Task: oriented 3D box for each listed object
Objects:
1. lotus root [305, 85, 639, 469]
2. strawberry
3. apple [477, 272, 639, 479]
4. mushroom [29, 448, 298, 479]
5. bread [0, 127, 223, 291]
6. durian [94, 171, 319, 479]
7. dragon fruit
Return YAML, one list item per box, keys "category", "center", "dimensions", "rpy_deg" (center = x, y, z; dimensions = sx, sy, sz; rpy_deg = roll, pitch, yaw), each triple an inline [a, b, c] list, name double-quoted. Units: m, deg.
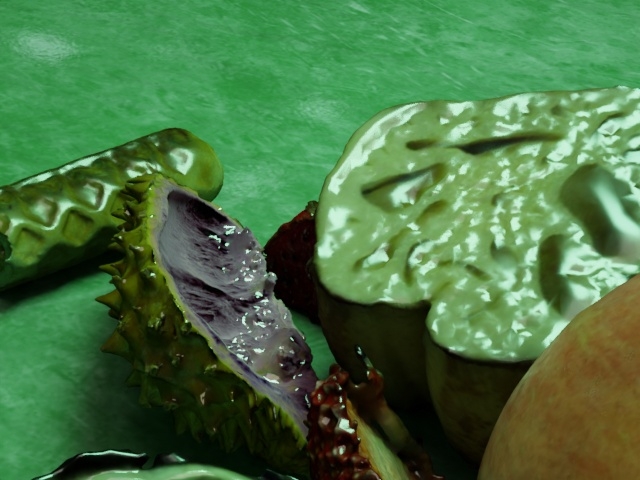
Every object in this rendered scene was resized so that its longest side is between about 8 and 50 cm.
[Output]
- category: "lotus root"
  center: [0.136, 0.057, 1.194]
  dimensions: [0.316, 0.250, 0.316]
  rpy_deg: [-2, 42, 2]
- category: "strawberry"
  center: [0.037, 0.186, 1.056]
  dimensions: [0.087, 0.167, 0.208]
  rpy_deg: [-31, 24, 10]
- category: "apple"
  center: [0.274, 0.185, 0.890]
  dimensions: [0.364, 0.363, 0.364]
  rpy_deg: [4, 33, -3]
- category: "mushroom"
  center: [-0.060, 0.264, 0.942]
  dimensions: [0.344, 0.130, 0.247]
  rpy_deg: [12, 48, 11]
- category: "bread"
  center: [-0.201, -0.034, 1.391]
  dimensions: [0.269, 0.098, 0.087]
  rpy_deg: [-24, 86, -39]
- category: "durian"
  center: [-0.111, 0.054, 1.219]
  dimensions: [0.191, 0.112, 0.341]
  rpy_deg: [31, 22, -34]
- category: "dragon fruit"
  center: [0.002, 0.000, 1.342]
  dimensions: [0.097, 0.131, 0.063]
  rpy_deg: [35, 38, 26]
